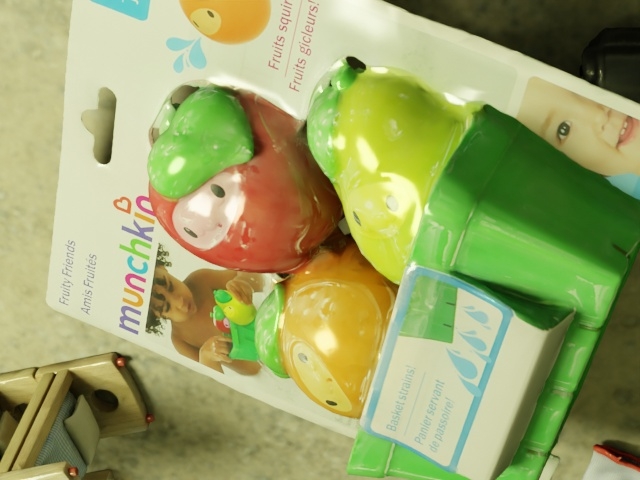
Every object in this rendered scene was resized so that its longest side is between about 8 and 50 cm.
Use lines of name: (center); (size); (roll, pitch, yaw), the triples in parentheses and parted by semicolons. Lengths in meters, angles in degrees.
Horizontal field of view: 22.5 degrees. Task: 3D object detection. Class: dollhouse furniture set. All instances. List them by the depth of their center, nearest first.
dollhouse furniture set: (-0.175, 0.196, 1.117); (0.129, 0.129, 0.183); (-12, 120, 18)

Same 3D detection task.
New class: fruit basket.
fruit basket: (0.000, 0.000, 0.928); (0.353, 0.165, 0.327); (20, 132, 6)

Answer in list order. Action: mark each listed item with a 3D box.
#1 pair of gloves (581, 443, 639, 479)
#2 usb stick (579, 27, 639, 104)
pair of gloves: (0.238, 0.222, 1.124); (0.198, 0.023, 0.159); (20, 126, -3)
usb stick: (0.284, -0.084, 0.888); (0.278, 0.045, 0.077); (1, 124, 10)
